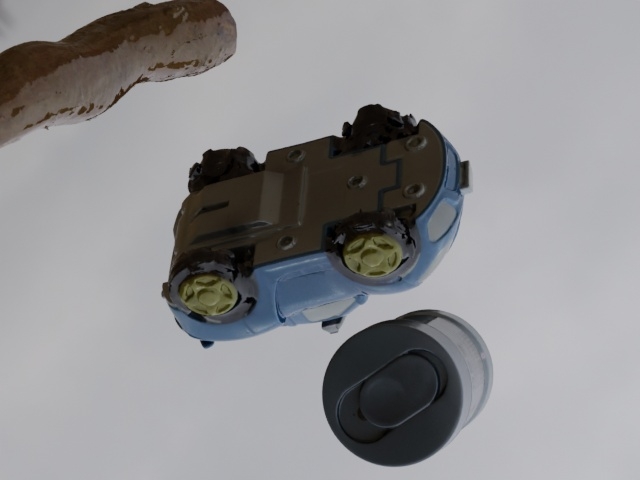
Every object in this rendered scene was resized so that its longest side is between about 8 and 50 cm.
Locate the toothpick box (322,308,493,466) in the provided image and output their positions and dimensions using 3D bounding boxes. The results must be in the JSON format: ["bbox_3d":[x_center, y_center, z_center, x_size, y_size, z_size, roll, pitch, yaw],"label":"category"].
[{"bbox_3d":[0.066,0.104,1.346,0.101,0.101,0.153,-41,172,12],"label":"toothpick box"}]

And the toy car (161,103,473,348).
[{"bbox_3d":[0.000,0.000,1.750,0.314,0.166,0.198,-15,-141,15],"label":"toy car"}]

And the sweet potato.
[{"bbox_3d":[-0.163,-0.101,1.166,0.067,0.059,0.281,1,-161,38],"label":"sweet potato"}]
